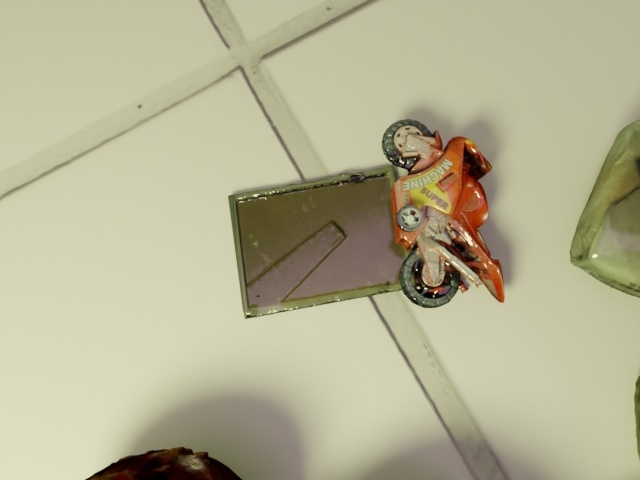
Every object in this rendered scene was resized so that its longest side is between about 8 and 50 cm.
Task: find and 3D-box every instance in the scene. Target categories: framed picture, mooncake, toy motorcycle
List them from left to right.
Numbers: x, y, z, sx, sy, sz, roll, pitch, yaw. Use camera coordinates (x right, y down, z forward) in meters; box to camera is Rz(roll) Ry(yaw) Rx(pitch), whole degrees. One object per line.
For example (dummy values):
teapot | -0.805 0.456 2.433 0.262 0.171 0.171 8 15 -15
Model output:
framed picture | 0.000 0.000 0.759 0.281 0.019 0.209 -9 77 2
toy motorcycle | 0.183 -0.049 0.716 0.171 0.089 0.298 -4 78 -8
mooncake | 0.502 -0.024 0.666 0.254 0.136 0.250 29 84 12

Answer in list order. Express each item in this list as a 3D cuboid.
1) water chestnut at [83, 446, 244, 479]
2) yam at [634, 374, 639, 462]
water chestnut | -0.217 0.388 0.548 0.299 0.300 0.300 -1 77 4
yam | 0.473 0.323 0.598 0.133 0.133 0.331 -2 71 4
